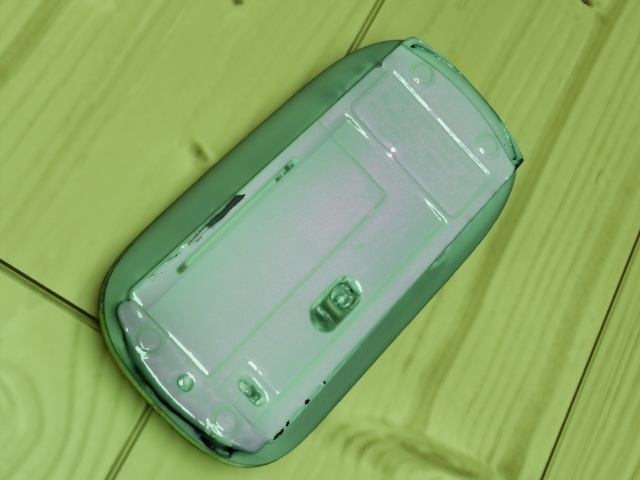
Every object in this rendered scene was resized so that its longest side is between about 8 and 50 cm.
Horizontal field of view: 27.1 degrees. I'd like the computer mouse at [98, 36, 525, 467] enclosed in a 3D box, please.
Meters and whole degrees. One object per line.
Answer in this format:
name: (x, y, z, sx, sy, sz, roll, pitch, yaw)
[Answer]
computer mouse: (0.000, 0.000, 0.818, 0.158, 0.072, 0.310, 47, 62, -4)
